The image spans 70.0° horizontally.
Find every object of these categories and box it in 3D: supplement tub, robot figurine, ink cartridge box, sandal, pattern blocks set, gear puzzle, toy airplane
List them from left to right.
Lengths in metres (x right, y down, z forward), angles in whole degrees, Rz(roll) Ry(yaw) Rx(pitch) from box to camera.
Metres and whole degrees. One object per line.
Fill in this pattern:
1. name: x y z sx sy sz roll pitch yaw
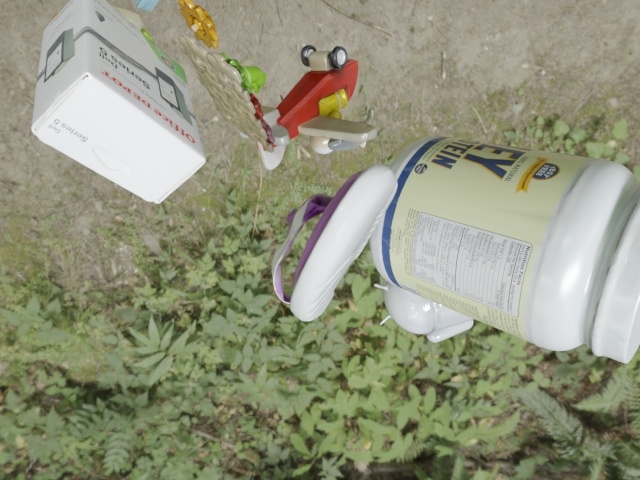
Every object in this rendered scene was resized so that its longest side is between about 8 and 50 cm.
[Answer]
1. pattern blocks set: -0.610 -0.585 1.299 0.285 0.026 0.324 -19 165 -47
2. ink cartridge box: -0.297 -0.218 0.686 0.114 0.273 0.198 -36 141 15
3. gear puzzle: -0.178 -0.311 0.857 0.044 0.175 0.339 -48 157 -11
4. robot figurine: -0.217 -0.488 1.373 0.115 0.101 0.067 -24 151 -45
5. toy airplane: -0.037 -0.340 1.319 0.384 0.386 0.272 -20 138 13
6. sandal: -0.008 0.013 0.572 0.102 0.169 0.416 32 167 5
7. robot figurine: 0.308 0.114 1.144 0.353 0.200 0.300 -15 107 -6
8. supplement tub: 0.253 -0.002 0.601 0.235 0.324 0.236 -21 121 -41
